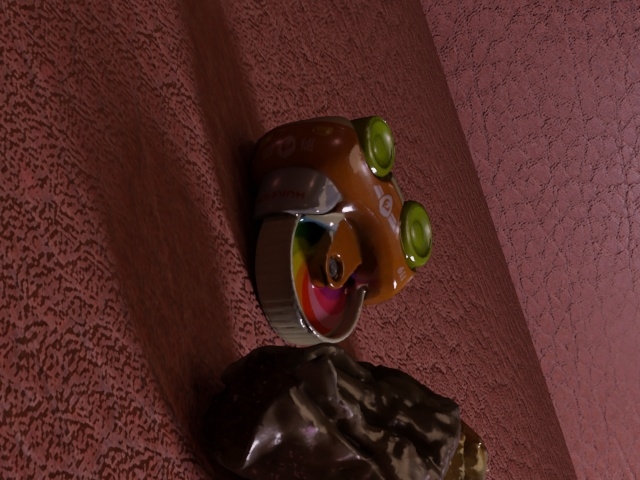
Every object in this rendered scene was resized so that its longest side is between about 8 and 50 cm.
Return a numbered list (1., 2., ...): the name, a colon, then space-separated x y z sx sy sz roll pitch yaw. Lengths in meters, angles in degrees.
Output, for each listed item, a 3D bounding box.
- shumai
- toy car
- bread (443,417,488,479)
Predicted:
1. shumai: 0.019 0.146 1.007 0.218 0.184 0.185 -41 139 -33
2. toy car: 0.000 0.000 1.267 0.235 0.145 0.235 21 65 -57
3. bread: 0.128 0.270 1.412 0.174 0.133 0.251 -88 158 -45
